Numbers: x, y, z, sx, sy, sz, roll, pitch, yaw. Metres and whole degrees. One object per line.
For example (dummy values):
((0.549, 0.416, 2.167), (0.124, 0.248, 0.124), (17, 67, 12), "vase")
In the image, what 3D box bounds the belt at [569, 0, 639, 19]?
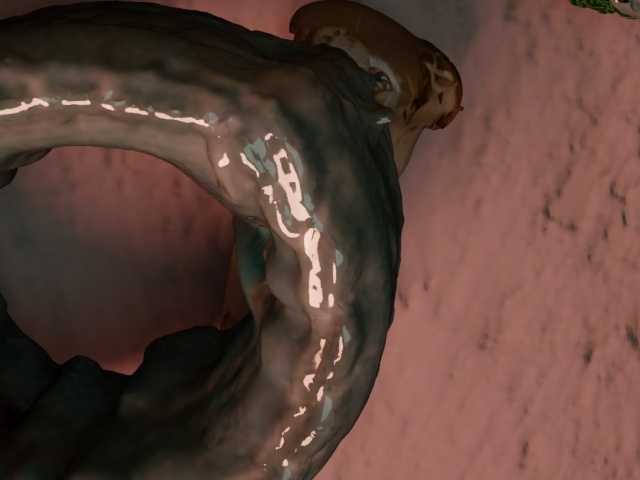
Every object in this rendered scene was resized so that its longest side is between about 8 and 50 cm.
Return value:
((0.148, -0.167, 0.569), (0.121, 0.079, 0.151), (-13, 111, -17), "belt")

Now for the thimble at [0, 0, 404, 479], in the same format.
((-0.074, 0.009, 0.470), (0.235, 0.143, 0.198), (-33, 101, 11), "thimble")

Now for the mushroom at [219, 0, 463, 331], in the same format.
((0.000, 0.000, 0.574), (0.084, 0.071, 0.209), (-3, 113, -53), "mushroom")
